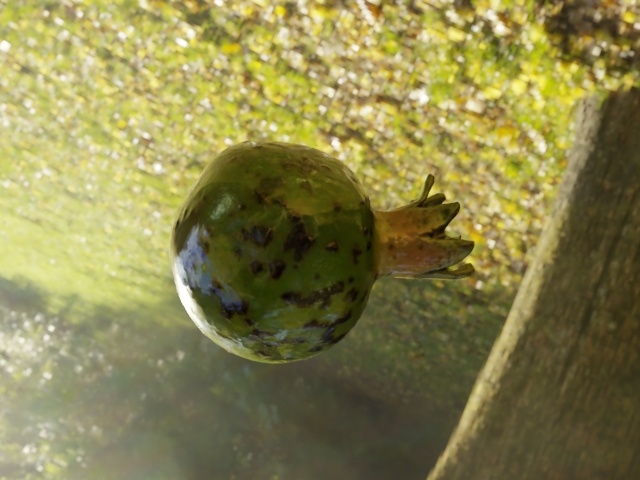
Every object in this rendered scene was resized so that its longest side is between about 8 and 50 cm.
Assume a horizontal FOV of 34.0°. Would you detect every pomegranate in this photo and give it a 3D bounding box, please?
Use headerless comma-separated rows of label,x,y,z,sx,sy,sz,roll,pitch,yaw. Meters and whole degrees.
pomegranate,-0.009,-0.008,1.028,0.286,0.231,0.231,-24,148,9
